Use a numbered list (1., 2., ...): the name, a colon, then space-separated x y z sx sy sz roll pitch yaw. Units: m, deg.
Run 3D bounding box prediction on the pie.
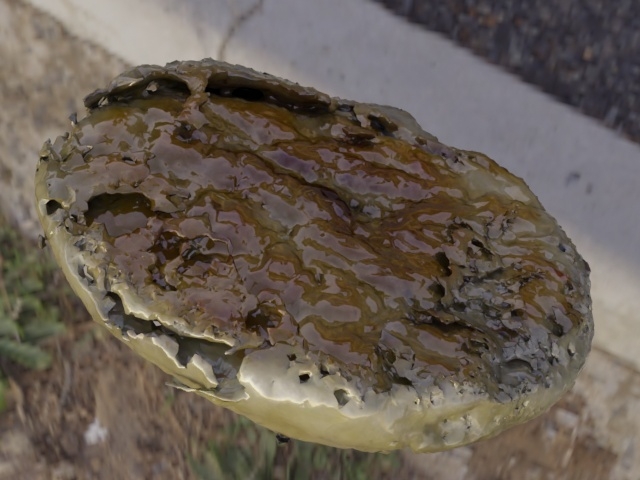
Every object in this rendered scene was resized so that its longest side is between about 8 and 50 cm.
1. pie: 0.000 0.000 0.848 0.274 0.055 0.274 15 34 -11
